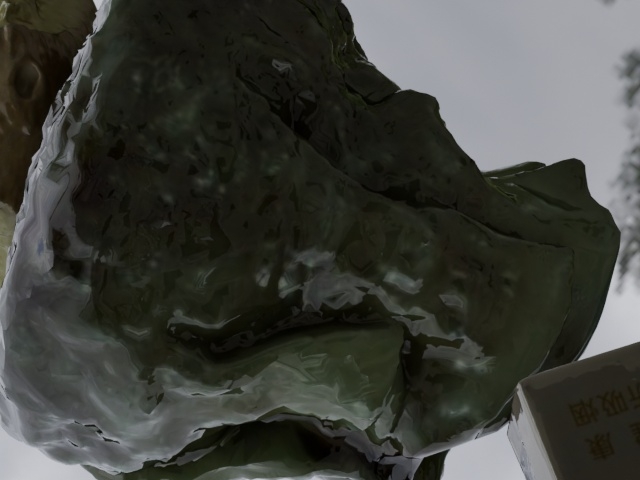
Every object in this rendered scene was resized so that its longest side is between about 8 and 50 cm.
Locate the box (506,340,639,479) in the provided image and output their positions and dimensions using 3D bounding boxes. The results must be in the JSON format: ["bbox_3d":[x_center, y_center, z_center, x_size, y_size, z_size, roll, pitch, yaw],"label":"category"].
[{"bbox_3d":[0.167,0.128,0.673,0.141,0.058,0.201,-15,-117,-6],"label":"box"}]

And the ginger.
[{"bbox_3d":[-0.221,-0.074,1.295,0.130,0.276,0.221,15,-117,-4],"label":"ginger"}]

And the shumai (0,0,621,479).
[{"bbox_3d":[0.000,0.000,1.103,0.348,0.395,0.395,17,-144,4],"label":"shumai"}]
